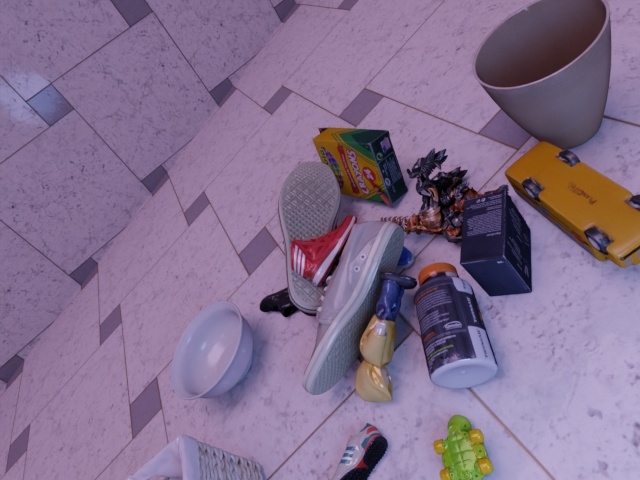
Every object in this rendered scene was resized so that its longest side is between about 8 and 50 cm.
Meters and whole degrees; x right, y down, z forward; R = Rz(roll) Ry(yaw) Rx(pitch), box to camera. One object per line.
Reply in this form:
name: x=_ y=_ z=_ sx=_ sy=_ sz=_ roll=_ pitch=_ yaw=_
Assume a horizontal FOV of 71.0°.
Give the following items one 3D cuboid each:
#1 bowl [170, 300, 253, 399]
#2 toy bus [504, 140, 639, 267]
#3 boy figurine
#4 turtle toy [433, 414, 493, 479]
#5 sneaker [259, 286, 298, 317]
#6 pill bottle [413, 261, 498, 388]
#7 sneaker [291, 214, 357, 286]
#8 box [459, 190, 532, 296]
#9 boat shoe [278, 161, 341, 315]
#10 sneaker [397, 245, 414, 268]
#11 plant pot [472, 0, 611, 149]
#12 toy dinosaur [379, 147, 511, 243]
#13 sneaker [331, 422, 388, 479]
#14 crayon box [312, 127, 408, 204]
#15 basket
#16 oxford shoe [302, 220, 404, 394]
bowl: x=-0.297 y=0.341 z=1.336 sx=0.297 sy=0.134 sz=0.298 roll=-26 pitch=45 yaw=28
toy bus: x=0.507 y=-0.072 z=0.879 sx=0.108 sy=0.130 sz=0.333 roll=-40 pitch=39 yaw=12
boy figurine: x=0.141 y=0.214 z=0.991 sx=0.092 sy=0.177 sz=0.285 roll=10 pitch=77 yaw=18
turtle toy: x=0.259 y=0.377 z=0.807 sx=0.095 sy=0.066 sz=0.130 roll=-28 pitch=42 yaw=24
sneaker: x=-0.116 y=0.195 z=1.344 sx=0.170 sy=0.051 sz=0.089 roll=-30 pitch=37 yaw=19
pill bottle: x=0.266 y=0.164 z=0.924 sx=0.130 sy=0.130 sz=0.246 roll=-28 pitch=43 yaw=26
sneaker: x=0.000 y=0.000 z=1.160 sx=0.128 sy=0.087 sz=0.221 roll=28 pitch=61 yaw=10
box: x=0.366 y=0.010 z=0.930 sx=0.093 sy=0.156 sz=0.158 roll=-13 pitch=51 yaw=39
boat shoe: x=-0.029 y=-0.014 z=1.303 sx=0.186 sy=0.156 sz=0.501 roll=-1 pitch=61 yaw=-3
sneaker: x=0.177 y=0.013 z=1.174 sx=0.058 sy=0.084 sz=0.152 roll=-47 pitch=38 yaw=4
plant pot: x=0.508 y=-0.332 z=0.977 sx=0.256 sy=0.274 sz=0.257 roll=-25 pitch=44 yaw=27
toy dinosaur: x=0.294 y=-0.092 z=1.107 sx=0.321 sy=0.164 sz=0.219 roll=-6 pitch=69 yaw=16
sneaker: x=0.073 y=0.459 z=0.945 sx=0.161 sy=0.057 sz=0.075 roll=-52 pitch=21 yaw=0
crayon box: x=0.098 y=-0.232 z=1.358 sx=0.081 sy=0.202 sz=0.318 roll=-39 pitch=32 yaw=-22
basket: x=-0.294 y=0.666 z=0.957 sx=0.328 sy=0.266 sz=0.331 roll=-41 pitch=39 yaw=11
oxford shoe: x=0.062 y=0.149 z=1.083 sx=0.130 sy=0.169 sz=0.450 roll=19 pitch=78 yaw=30
